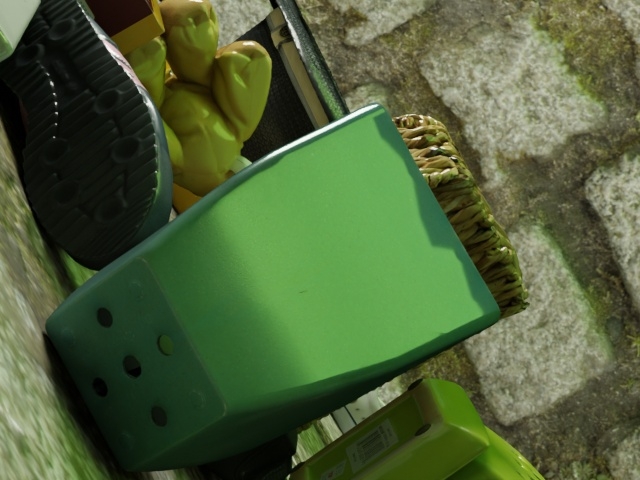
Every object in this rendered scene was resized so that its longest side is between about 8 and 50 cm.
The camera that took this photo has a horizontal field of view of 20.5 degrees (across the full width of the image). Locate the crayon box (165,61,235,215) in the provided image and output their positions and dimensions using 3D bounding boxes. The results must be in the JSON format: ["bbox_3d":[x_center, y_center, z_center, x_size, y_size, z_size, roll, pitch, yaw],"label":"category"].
[{"bbox_3d":[-0.163,-0.116,2.150,0.203,0.083,0.323,60,2,-11],"label":"crayon box"}]

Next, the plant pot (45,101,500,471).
[{"bbox_3d":[-0.043,0.043,1.108,0.234,0.166,0.165,-24,83,-50],"label":"plant pot"}]

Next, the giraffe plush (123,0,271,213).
[{"bbox_3d":[-0.141,-0.112,1.649,0.210,0.181,0.170,56,-22,-20],"label":"giraffe plush"}]

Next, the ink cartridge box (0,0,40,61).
[{"bbox_3d":[-0.288,-0.243,1.194,0.261,0.066,0.296,60,2,-14],"label":"ink cartridge box"}]

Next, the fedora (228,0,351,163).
[{"bbox_3d":[-0.045,-0.144,2.106,0.334,0.152,0.334,63,4,-8],"label":"fedora"}]

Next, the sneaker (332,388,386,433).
[{"bbox_3d":[0.035,0.191,2.561,0.258,0.091,0.094,60,2,-26],"label":"sneaker"}]

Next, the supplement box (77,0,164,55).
[{"bbox_3d":[-0.240,-0.249,1.510,0.194,0.129,0.191,60,2,-21],"label":"supplement box"}]

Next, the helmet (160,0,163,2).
[{"bbox_3d":[-0.252,-0.341,2.021,0.169,0.169,0.161,56,21,-61],"label":"helmet"}]

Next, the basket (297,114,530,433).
[{"bbox_3d":[0.000,0.000,1.605,0.213,0.299,0.223,57,6,-35],"label":"basket"}]

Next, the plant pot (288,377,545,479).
[{"bbox_3d":[0.097,0.260,1.566,0.207,0.227,0.228,54,4,-9],"label":"plant pot"}]

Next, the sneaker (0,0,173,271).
[{"bbox_3d":[-0.157,-0.067,1.317,0.131,0.112,0.319,55,7,-42],"label":"sneaker"}]

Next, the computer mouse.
[{"bbox_3d":[-0.069,0.143,1.331,0.188,0.072,0.272,59,-11,21],"label":"computer mouse"}]
